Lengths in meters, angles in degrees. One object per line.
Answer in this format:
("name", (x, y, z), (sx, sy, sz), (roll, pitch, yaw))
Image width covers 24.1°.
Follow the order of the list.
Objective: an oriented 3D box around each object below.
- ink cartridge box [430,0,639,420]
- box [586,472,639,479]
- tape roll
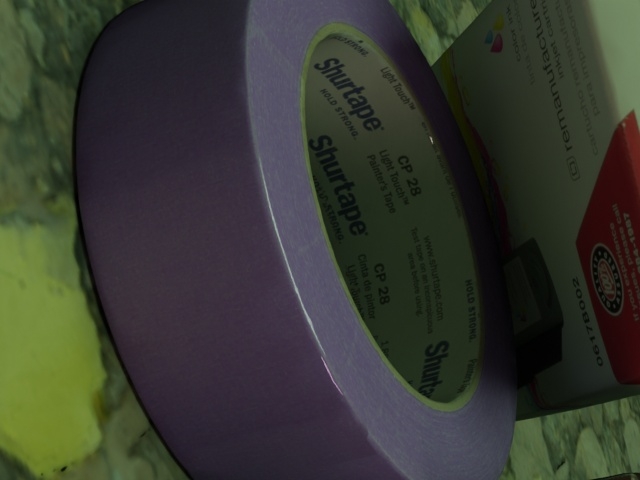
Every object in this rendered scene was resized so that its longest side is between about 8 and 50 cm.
("ink cartridge box", (0.158, -0.025, 0.837), (0.306, 0.131, 0.226), (138, -60, -70))
("box", (0.158, 0.221, 0.760), (0.381, 0.143, 0.191), (17, 59, -64))
("tape roll", (0.000, 0.000, 0.720), (0.275, 0.090, 0.275), (47, 33, -44))
